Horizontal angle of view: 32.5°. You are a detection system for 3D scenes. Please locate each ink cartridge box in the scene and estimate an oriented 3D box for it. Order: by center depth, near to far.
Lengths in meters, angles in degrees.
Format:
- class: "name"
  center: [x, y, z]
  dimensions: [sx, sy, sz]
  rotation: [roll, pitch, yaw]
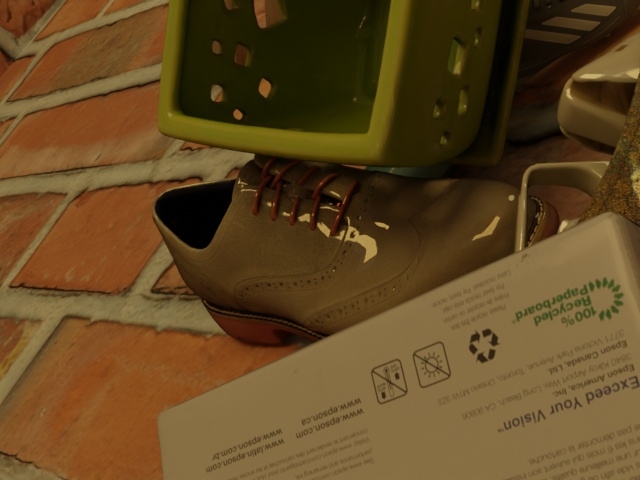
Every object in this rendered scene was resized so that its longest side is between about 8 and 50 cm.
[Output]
- class: "ink cartridge box"
  center: [0.061, 0.197, 0.553]
  dimensions: [0.324, 0.071, 0.330]
  rotation: [-26, 62, 32]

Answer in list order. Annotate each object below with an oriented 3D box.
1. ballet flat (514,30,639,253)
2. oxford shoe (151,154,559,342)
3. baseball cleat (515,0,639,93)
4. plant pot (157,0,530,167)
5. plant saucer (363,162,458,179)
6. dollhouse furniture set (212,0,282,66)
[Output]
- class: "ballet flat"
  center: [0.190, -0.046, 0.683]
  dimensions: [0.123, 0.123, 0.349]
  rotation: [-10, 47, 48]
- class: "oxford shoe"
  center: [0.000, 0.000, 0.865]
  dimensions: [0.397, 0.146, 0.140]
  rotation: [-10, 41, 47]
- class: "baseball cleat"
  center: [0.184, -0.194, 0.915]
  dimensions: [0.206, 0.109, 0.072]
  rotation: [-40, 41, 21]
- class: "plant pot"
  center: [0.034, -0.168, 0.831]
  dimensions: [0.227, 0.207, 0.228]
  rotation: [12, 94, 39]
- class: "plant saucer"
  center: [0.082, -0.060, 0.970]
  dimensions: [0.119, 0.021, 0.119]
  rotation: [-33, 31, 22]
- class: "dollhouse furniture set"
  center: [-0.003, -0.349, 1.430]
  dimensions: [0.303, 0.198, 0.286]
  rotation: [-26, 40, -32]
